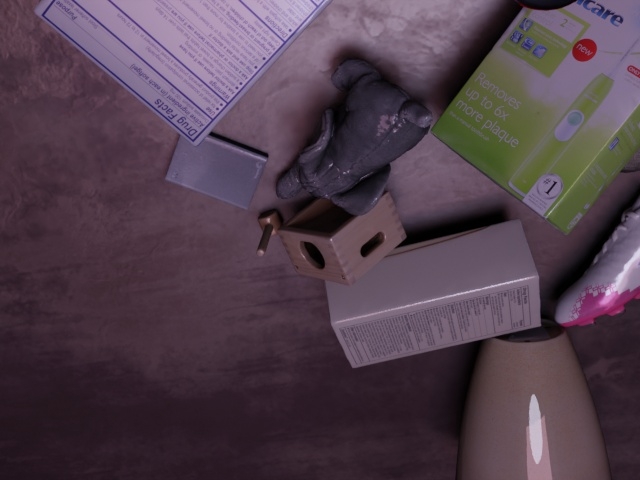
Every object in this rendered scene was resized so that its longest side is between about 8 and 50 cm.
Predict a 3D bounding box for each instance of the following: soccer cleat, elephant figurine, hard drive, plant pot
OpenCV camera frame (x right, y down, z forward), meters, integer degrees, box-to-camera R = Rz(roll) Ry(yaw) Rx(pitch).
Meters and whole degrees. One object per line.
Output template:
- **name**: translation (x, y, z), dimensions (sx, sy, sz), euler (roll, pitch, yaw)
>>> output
- **soccer cleat**: translation (0.489, 0.008, 1.275), dimensions (0.331, 0.116, 0.143), euler (-33, 92, 17)
- **elephant figurine**: translation (0.036, -0.116, 1.155), dimensions (0.169, 0.186, 0.239), euler (44, 99, 17)
- **hard drive**: translation (-0.157, -0.111, 1.252), dimensions (0.135, 0.022, 0.094), euler (20, 116, -10)
- **plant pot**: translation (0.342, 0.275, 1.346), dimensions (0.256, 0.256, 0.274), euler (-4, 102, 3)

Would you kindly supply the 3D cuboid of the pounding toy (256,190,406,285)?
- **pounding toy**: translation (-0.010, 0.005, 1.236), dimensions (0.181, 0.206, 0.094), euler (-39, 119, -29)

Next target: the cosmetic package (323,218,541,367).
- **cosmetic package**: translation (0.173, 0.086, 1.273), dimensions (0.309, 0.113, 0.160), euler (-14, 144, 6)

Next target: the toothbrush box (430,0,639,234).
- **toothbrush box**: translation (0.318, -0.185, 1.070), dimensions (0.283, 0.206, 0.122), euler (-52, 151, 10)

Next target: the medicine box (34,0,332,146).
- **medicine box**: translation (-0.166, -0.323, 1.071), dimensions (0.263, 0.149, 0.289), euler (40, 111, -18)

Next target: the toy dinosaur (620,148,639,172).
- **toy dinosaur**: translation (0.408, -0.140, 1.157), dimensions (0.313, 0.160, 0.121), euler (14, 116, -8)

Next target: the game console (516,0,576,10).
- **game console**: translation (0.196, -0.462, 0.850), dimensions (0.386, 0.060, 0.342), euler (25, 116, -15)
